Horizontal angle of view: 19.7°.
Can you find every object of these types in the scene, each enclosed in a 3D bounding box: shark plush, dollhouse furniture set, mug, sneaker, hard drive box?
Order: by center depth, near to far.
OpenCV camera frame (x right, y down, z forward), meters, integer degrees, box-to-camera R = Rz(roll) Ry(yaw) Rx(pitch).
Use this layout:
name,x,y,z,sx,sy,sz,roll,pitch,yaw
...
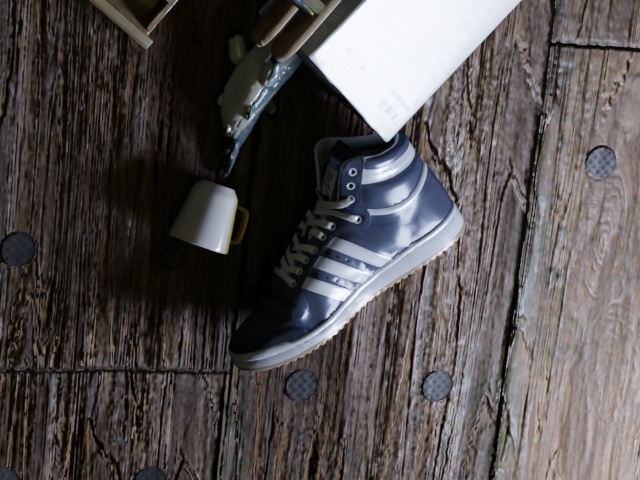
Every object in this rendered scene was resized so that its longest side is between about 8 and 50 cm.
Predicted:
name,x,y,z,sx,sy,sz,roll,pitch,yaw
dollhouse furniture set,-0.129,-0.252,1.668,0.212,0.242,0.161,41,92,-22
hard drive box,0.082,-0.238,1.778,0.232,0.089,0.181,-46,144,0
shark plush,-0.060,-0.133,1.829,0.067,0.073,0.161,7,101,-50
mug,-0.111,-0.026,1.849,0.062,0.078,0.064,19,91,12
sneaker,0.000,0.000,1.857,0.282,0.099,0.153,-36,118,-12
